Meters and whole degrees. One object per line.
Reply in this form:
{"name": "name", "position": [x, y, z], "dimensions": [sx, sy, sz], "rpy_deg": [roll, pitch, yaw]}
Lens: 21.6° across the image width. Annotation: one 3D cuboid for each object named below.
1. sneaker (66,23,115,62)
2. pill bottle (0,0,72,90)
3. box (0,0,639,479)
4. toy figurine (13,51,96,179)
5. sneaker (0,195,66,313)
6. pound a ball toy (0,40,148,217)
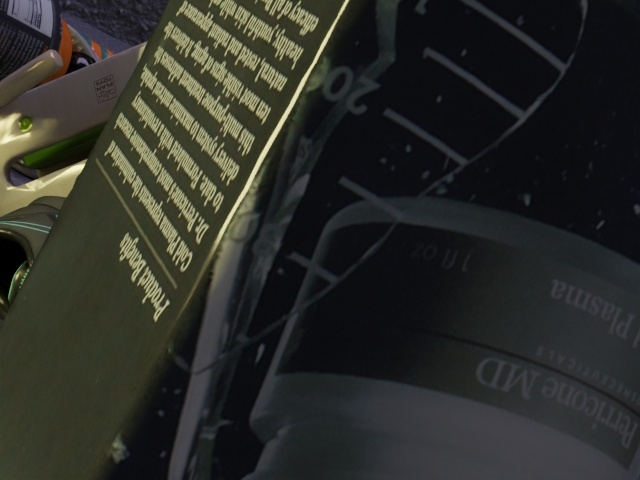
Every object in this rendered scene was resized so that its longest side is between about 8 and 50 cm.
{"name": "sneaker", "position": [-0.297, -0.202, 2.208], "dimensions": [0.302, 0.108, 0.121], "rpy_deg": [36, 6, -5]}
{"name": "pill bottle", "position": [-0.282, -0.174, 1.283], "dimensions": [0.130, 0.130, 0.245], "rpy_deg": [31, 2, 21]}
{"name": "box", "position": [0.136, 0.021, 0.874], "dimensions": [0.480, 0.472, 0.297], "rpy_deg": [25, 9, -21]}
{"name": "toy figurine", "position": [-0.185, -0.090, 1.672], "dimensions": [0.213, 0.148, 0.209], "rpy_deg": [23, 9, -33]}
{"name": "sneaker", "position": [-0.149, 0.055, 1.153], "dimensions": [0.267, 0.101, 0.106], "rpy_deg": [28, 22, 34]}
{"name": "pound a ball toy", "position": [-0.166, -0.064, 1.286], "dimensions": [0.208, 0.319, 0.136], "rpy_deg": [10, 62, -68]}
